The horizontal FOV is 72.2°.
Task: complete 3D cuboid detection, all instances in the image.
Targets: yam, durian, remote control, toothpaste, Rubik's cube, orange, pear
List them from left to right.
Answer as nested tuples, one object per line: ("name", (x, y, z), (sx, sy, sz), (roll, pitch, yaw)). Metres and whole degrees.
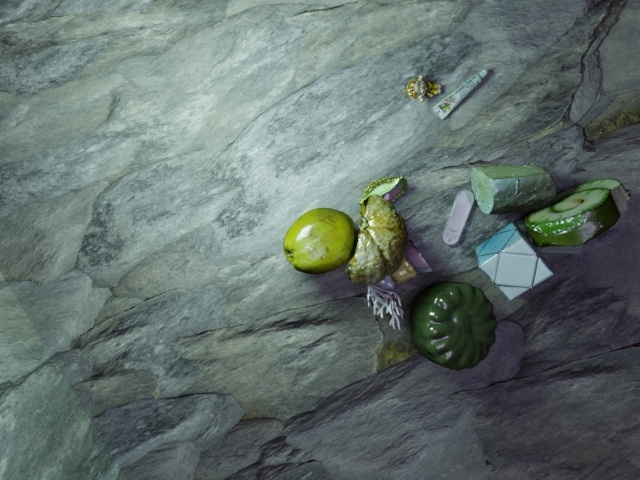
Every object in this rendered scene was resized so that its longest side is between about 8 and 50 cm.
("pear", (0.000, 0.000, 1.760), (0.321, 0.269, 0.269), (-31, 100, -29))
("orange", (0.224, 0.012, 1.690), (0.210, 0.271, 0.368), (13, 60, 1))
("durian", (0.257, -0.210, 1.817), (0.221, 0.137, 0.095), (-27, 66, 11))
("remote control", (0.586, -0.097, 1.874), (0.077, 0.022, 0.245), (18, 100, -1))
("toothpaste", (0.573, -0.600, 1.783), (0.255, 0.037, 0.067), (-40, 98, 10))
("Rubik's cube", (0.781, 0.082, 1.790), (0.205, 0.205, 0.207), (-39, 99, 24))
("yam", (0.780, -0.206, 1.778), (0.271, 0.202, 0.201), (-11, 121, 0))
("remote control", (0.968, 0.008, 1.884), (0.309, 0.038, 0.090), (3, 99, 0))

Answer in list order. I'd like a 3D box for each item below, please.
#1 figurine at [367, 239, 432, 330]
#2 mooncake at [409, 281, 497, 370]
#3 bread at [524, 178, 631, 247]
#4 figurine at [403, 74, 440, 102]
("figurine", (0.308, 0.177, 1.798), (0.316, 0.206, 0.284), (-39, 56, 13))
("mooncake", (0.550, 0.347, 1.811), (0.356, 0.194, 0.356), (0, 90, -23))
("bread", (0.998, -0.102, 1.698), (0.382, 0.366, 0.129), (-28, 98, 17))
("figurine", (0.412, -0.615, 1.767), (0.143, 0.068, 0.101), (-29, 103, -8))
